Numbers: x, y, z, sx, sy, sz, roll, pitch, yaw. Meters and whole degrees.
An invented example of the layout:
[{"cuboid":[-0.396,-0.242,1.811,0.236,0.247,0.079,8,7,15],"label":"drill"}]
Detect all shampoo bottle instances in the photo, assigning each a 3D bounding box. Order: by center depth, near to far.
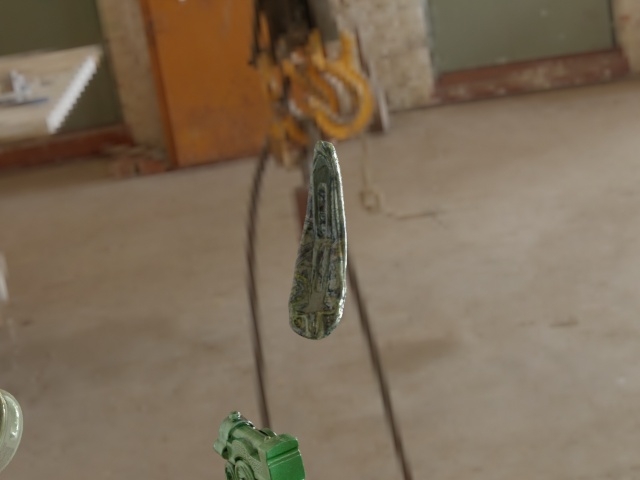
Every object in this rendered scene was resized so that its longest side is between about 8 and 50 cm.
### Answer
[{"cuboid":[-0.396,0.223,1.894,0.087,0.118,0.234,21,-9,-1],"label":"shampoo bottle"}]

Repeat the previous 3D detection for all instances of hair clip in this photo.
[{"cuboid":[0.001,0.001,1.834,0.066,0.229,0.036,-3,-15,25],"label":"hair clip"}]

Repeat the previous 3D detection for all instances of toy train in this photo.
[{"cuboid":[-0.079,0.284,2.115,0.071,0.104,0.178,-20,19,-24],"label":"toy train"}]
